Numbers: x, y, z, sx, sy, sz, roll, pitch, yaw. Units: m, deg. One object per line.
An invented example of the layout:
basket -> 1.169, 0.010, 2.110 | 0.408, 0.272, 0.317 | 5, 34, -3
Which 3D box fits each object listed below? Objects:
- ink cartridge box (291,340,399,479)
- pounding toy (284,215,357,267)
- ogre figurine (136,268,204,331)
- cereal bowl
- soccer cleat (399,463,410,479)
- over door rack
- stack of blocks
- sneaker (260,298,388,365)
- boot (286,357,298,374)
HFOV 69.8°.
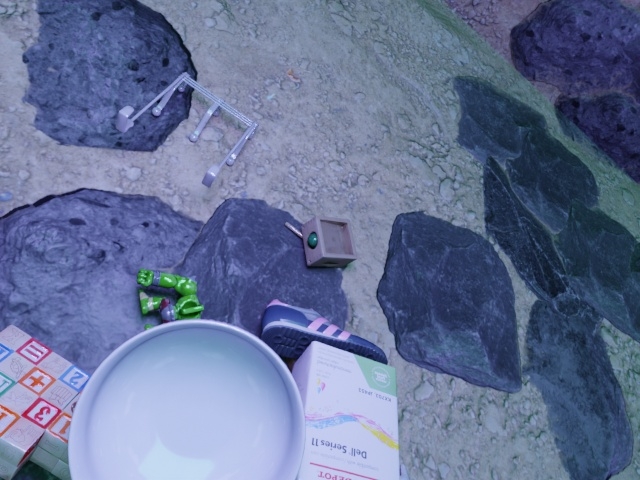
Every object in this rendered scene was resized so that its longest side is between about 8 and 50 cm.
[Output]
ink cartridge box -> 0.038, 0.396, 0.876 | 0.207, 0.119, 0.353 | 21, 43, -15
pounding toy -> 0.000, 0.000, 1.176 | 0.141, 0.100, 0.130 | 5, 65, -36
ogre figurine -> -0.304, 0.153, 0.945 | 0.118, 0.097, 0.197 | -9, 67, -22
cereal bowl -> -0.200, 0.293, 0.731 | 0.339, 0.141, 0.339 | 2, 81, -13
soccer cleat -> 0.045, 0.512, 0.953 | 0.331, 0.116, 0.143 | 17, 39, -16
over door rack -> -0.311, -0.265, 1.113 | 0.239, 0.108, 0.324 | 33, 36, -9
stack of blocks -> -0.460, 0.295, 0.760 | 0.297, 0.087, 0.171 | 36, 23, -7
sneaker -> 0.014, 0.218, 1.065 | 0.319, 0.112, 0.131 | 25, 27, -21
boot -> -0.020, 0.301, 1.051 | 0.087, 0.042, 0.118 | -15, 72, -39
